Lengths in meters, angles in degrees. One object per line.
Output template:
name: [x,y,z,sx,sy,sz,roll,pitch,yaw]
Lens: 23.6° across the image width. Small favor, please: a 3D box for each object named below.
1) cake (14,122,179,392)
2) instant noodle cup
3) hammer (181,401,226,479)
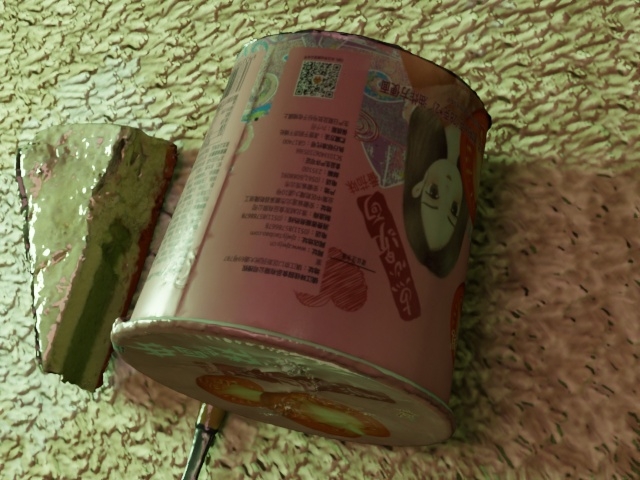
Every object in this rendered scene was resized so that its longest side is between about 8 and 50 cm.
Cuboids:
cake: [-0.209,0.003,1.264,0.116,0.086,0.220,12,79,32]
instant noodle cup: [0.000,0.000,1.071,0.243,0.243,0.231,3,67,30]
hammer: [-0.083,0.138,1.184,0.078,0.021,0.201,13,81,32]
